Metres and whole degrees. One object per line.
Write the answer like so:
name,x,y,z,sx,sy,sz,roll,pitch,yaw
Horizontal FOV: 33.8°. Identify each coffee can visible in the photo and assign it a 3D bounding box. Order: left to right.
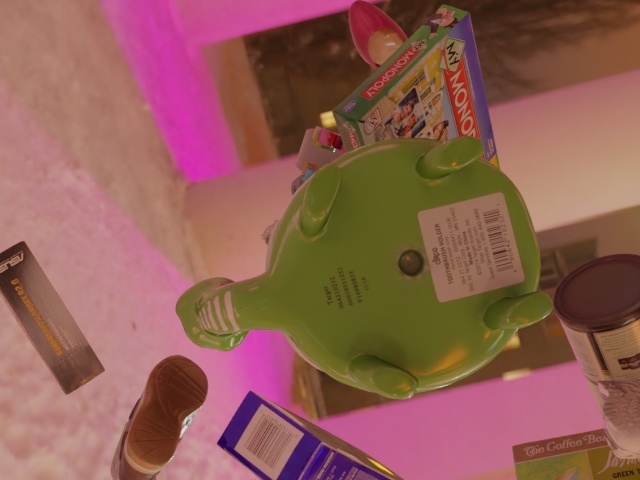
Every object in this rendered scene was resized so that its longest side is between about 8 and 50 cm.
coffee can,0.575,0.193,1.976,0.201,0.201,0.275,-99,163,-61

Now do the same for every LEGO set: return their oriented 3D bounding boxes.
LEGO set,0.027,-0.110,1.536,0.227,0.093,0.087,-104,-146,-81

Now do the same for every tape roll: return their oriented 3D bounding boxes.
tape roll,0.065,-0.142,1.994,0.219,0.219,0.072,-92,-159,-77

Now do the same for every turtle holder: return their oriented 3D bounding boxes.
turtle holder,0.048,0.047,1.030,0.243,0.320,0.227,47,-8,-4

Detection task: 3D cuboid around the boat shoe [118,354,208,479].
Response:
boat shoe,-0.258,0.285,1.674,0.102,0.092,0.285,35,26,-10

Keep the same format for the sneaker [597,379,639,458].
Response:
sneaker,0.417,0.251,1.399,0.235,0.090,0.095,-21,111,-76

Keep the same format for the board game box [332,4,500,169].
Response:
board game box,0.136,-0.106,1.335,0.046,0.213,0.317,27,-28,37

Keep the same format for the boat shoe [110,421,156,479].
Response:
boat shoe,-0.317,0.389,1.818,0.226,0.075,0.083,-112,-138,-71

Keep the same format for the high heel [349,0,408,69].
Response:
high heel,0.123,-0.285,1.694,0.244,0.082,0.117,62,0,-5

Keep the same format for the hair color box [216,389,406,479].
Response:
hair color box,0.017,0.370,1.655,0.185,0.110,0.339,27,-6,46

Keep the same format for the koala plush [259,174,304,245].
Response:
koala plush,0.000,0.000,1.793,0.203,0.221,0.196,5,-61,47

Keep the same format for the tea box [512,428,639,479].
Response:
tea box,0.524,0.504,1.785,0.220,0.328,0.324,62,19,-48

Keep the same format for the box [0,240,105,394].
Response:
box,-0.348,0.102,1.323,0.183,0.056,0.231,59,-16,-3
